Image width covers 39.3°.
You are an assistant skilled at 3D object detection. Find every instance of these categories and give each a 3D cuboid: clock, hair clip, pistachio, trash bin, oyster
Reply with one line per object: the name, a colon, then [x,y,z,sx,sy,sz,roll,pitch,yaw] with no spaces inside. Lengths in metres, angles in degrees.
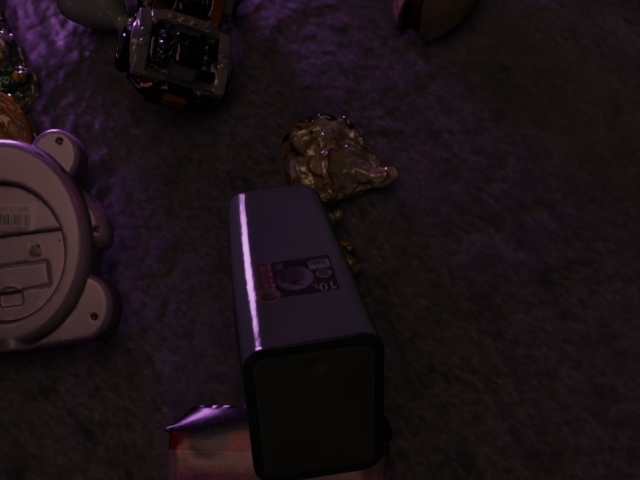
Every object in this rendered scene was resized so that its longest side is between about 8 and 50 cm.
clock: [-0.453,0.008,1.319,0.296,0.113,0.322,-8,86,-1]
hair clip: [-0.583,-0.353,1.507,0.138,0.091,0.321,-27,71,-3]
pistachio: [0.200,-0.438,1.451,0.138,0.153,0.237,27,102,23]
trash bin: [-0.038,0.103,1.157,0.158,0.222,0.343,-9,37,-8]
oyster: [0.027,-0.129,1.387,0.191,0.081,0.163,7,67,4]

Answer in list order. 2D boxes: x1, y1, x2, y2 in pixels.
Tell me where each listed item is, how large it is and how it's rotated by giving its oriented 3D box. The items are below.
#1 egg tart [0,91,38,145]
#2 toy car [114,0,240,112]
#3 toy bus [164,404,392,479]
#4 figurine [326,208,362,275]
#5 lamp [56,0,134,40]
egg tart: [-0.576,-0.127,1.408,0.279,0.095,0.278,0,90,-11]
toy car: [-0.217,-0.348,1.435,0.193,0.118,0.301,14,66,-25]
toy bus: [-0.056,0.303,1.217,0.303,0.127,0.147,3,76,4]
figurine: [-0.003,0.004,1.351,0.101,0.068,0.143,-19,87,5]
lamp: [-0.360,-0.386,1.502,0.193,0.106,0.106,40,78,8]
